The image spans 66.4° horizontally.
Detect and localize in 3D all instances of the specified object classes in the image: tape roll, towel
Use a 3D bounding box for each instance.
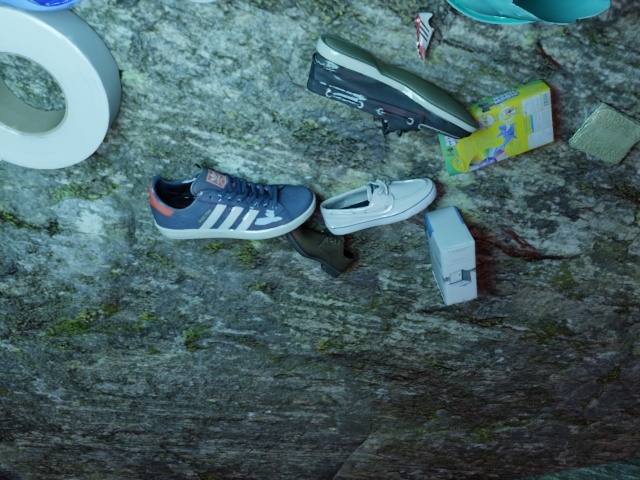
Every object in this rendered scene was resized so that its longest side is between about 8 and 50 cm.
[{"bbox_3d":[-0.504,-0.269,0.850,0.285,0.100,0.287,-3,130,-4],"label":"tape roll"},{"bbox_3d":[0.618,-0.224,1.047,0.148,0.027,0.110,16,127,-18],"label":"towel"}]

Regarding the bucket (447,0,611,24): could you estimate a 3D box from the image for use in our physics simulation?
[{"bbox_3d":[0.294,-0.444,0.680,0.280,0.183,0.282,-7,114,-17],"label":"bucket"}]

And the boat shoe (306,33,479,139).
[{"bbox_3d":[0.130,-0.253,0.910,0.339,0.127,0.113,19,127,-18],"label":"boat shoe"}]

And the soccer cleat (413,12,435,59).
[{"bbox_3d":[0.189,-0.368,0.883,0.035,0.029,0.083,-9,126,8],"label":"soccer cleat"}]

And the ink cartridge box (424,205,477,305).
[{"bbox_3d":[0.310,0.037,1.162,0.082,0.140,0.191,-16,130,5],"label":"ink cartridge box"}]

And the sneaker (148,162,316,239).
[{"bbox_3d":[-0.186,-0.091,1.010,0.349,0.131,0.148,-7,135,0],"label":"sneaker"}]

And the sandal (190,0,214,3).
[{"bbox_3d":[-0.147,-0.528,0.636,0.169,0.102,0.417,-20,137,-24],"label":"sandal"}]

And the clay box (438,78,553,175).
[{"bbox_3d":[0.354,-0.225,1.003,0.221,0.053,0.128,-18,129,11],"label":"clay box"}]

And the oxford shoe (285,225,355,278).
[{"bbox_3d":[0.000,0.000,1.145,0.096,0.083,0.227,-38,135,20],"label":"oxford shoe"}]

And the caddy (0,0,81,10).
[{"bbox_3d":[-0.377,-0.482,0.633,0.241,0.179,0.341,21,125,-20],"label":"caddy"}]

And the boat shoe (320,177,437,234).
[{"bbox_3d":[0.124,-0.087,1.069,0.257,0.095,0.084,-21,133,11],"label":"boat shoe"}]
